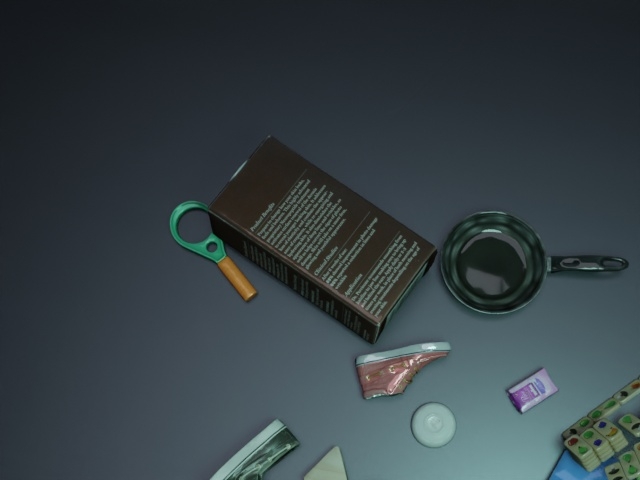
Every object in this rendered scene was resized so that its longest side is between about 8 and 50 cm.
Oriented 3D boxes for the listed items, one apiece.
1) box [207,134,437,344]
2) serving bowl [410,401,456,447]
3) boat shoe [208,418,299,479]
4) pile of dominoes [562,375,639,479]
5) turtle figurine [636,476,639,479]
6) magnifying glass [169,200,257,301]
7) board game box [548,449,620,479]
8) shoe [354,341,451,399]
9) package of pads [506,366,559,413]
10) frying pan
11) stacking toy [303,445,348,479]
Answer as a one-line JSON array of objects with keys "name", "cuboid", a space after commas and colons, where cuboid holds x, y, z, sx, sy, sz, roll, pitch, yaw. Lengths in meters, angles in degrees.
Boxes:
[{"name": "box", "cuboid": [0.000, 0.000, 1.937, 0.381, 0.143, 0.191, 35, 72, 10]}, {"name": "serving bowl", "cuboid": [0.205, 0.331, 1.903, 0.083, 0.027, 0.083, -1, 75, 2]}, {"name": "boat shoe", "cuboid": [-0.132, 0.415, 1.874, 0.219, 0.078, 0.070, -42, 76, -10]}, {"name": "pile of dominoes", "cuboid": [0.542, 0.304, 1.813, 0.251, 0.196, 0.040, -35, 113, -6]}, {"name": "turtle figurine", "cuboid": [0.682, 0.427, 1.756, 0.266, 0.274, 0.198, -7, 94, -7]}, {"name": "magnifying glass", "cuboid": [-0.201, 0.020, 2.010, 0.092, 0.026, 0.231, -38, 77, -7]}, {"name": "board game box", "cuboid": [0.464, 0.449, 1.857, 0.133, 0.033, 0.169, 29, 73, 15]}, {"name": "shoe", "cuboid": [0.155, 0.237, 1.916, 0.177, 0.063, 0.081, -12, 76, 6]}, {"name": "package of pads", "cuboid": [0.383, 0.271, 1.907, 0.083, 0.032, 0.050, -31, 73, -5]}, {"name": "frying pan", "cuboid": [0.381, 0.020, 1.965, 0.326, 0.053, 0.197, -20, 75, -4]}, {"name": "stacking toy", "cuboid": [0.016, 0.545, 1.843, 0.309, 0.130, 0.279, -34, 50, -9]}]
